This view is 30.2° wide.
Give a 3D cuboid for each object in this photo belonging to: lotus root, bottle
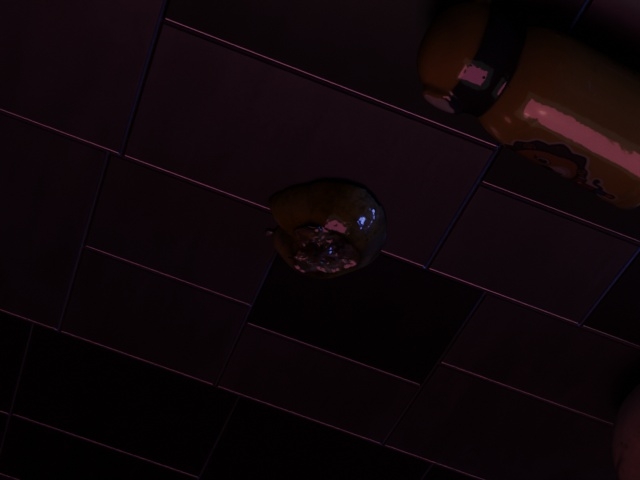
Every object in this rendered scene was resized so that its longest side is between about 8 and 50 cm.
[{"bbox_3d":[0.004,-0.001,1.848,0.204,0.078,0.183,-19,125,30],"label":"lotus root"},{"bbox_3d":[0.290,-0.187,1.542,0.351,0.171,0.171,25,134,-8],"label":"bottle"}]

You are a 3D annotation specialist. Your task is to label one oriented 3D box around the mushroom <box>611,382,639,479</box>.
[{"bbox_3d":[0.643,0.346,1.943,0.290,0.292,0.292,9,146,-43],"label":"mushroom"}]
